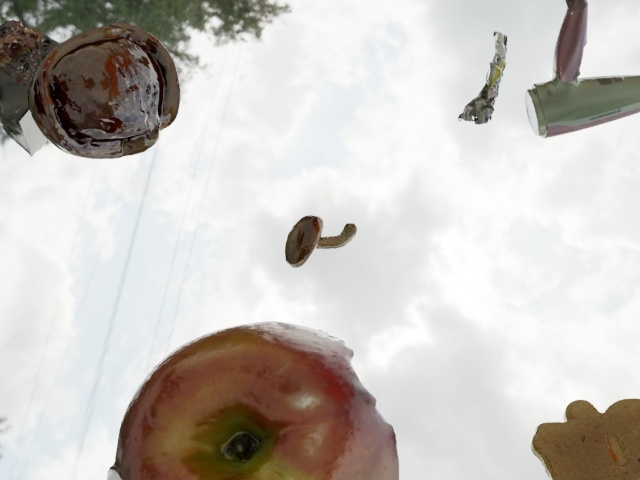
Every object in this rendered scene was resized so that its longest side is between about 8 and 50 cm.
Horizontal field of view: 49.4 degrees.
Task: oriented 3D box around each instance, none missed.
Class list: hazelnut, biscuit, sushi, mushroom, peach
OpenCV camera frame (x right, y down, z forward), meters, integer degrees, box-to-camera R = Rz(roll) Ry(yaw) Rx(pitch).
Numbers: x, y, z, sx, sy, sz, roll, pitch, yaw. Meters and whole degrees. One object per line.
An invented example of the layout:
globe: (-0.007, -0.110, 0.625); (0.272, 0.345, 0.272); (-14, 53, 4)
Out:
hazelnut: (-0.293, -0.205, 0.950); (0.202, 0.170, 0.160); (-39, -138, -8)
biscuit: (0.423, 0.299, 0.999); (0.225, 0.036, 0.166); (-17, -128, -6)
sushi: (-0.486, -0.264, 1.117); (0.172, 0.150, 0.153); (-60, -175, -21)
mushroom: (-0.006, -0.009, 1.143); (0.129, 0.088, 0.073); (-25, -89, -4)
peach: (-0.097, 0.286, 0.854); (0.335, 0.310, 0.406); (57, -31, 20)

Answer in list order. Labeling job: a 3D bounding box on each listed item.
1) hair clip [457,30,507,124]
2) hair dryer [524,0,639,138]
hair clip: (0.264, -0.247, 1.105); (0.049, 0.116, 0.172); (20, -129, 9)
hair dryer: (0.241, -0.170, 0.637); (0.106, 0.154, 0.054); (-13, -139, 11)
